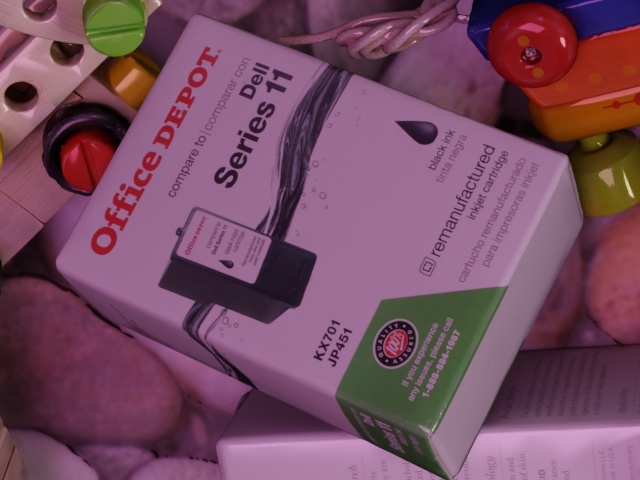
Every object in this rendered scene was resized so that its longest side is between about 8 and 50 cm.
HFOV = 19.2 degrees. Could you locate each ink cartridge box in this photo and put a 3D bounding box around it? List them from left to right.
[{"bbox_3d":[0.000,0.000,0.917,0.208,0.087,0.153,22,76,20],"label":"ink cartridge box"}]

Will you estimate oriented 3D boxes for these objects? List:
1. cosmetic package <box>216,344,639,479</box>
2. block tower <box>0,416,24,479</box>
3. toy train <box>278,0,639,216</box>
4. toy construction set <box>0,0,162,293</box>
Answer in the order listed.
[{"bbox_3d":[0.074,0.114,0.978,0.231,0.117,0.085,-5,105,15],"label":"cosmetic package"},{"bbox_3d":[-0.207,0.154,1.003,0.097,0.091,0.335,-5,130,13],"label":"block tower"},{"bbox_3d":[0.119,-0.072,0.930,0.248,0.105,0.143,-13,121,20],"label":"toy train"},{"bbox_3d":[-0.209,-0.085,0.958,0.328,0.151,0.215,-35,122,27],"label":"toy construction set"}]
